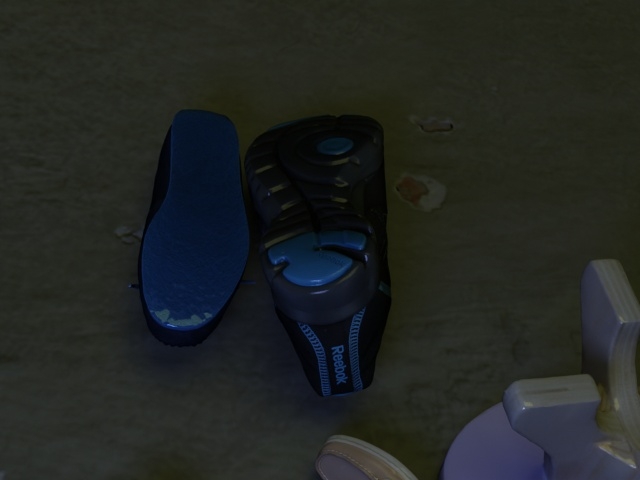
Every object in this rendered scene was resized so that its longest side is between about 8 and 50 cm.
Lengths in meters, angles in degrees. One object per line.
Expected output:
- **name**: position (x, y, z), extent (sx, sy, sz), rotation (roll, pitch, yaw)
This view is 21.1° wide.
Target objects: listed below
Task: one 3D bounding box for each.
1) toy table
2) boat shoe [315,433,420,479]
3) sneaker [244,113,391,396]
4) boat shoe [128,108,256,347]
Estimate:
- **toy table**: position (0.246, 0.160, 1.396), extent (0.274, 0.161, 0.252), rotation (-14, 56, -26)
- **boat shoe**: position (0.057, 0.222, 1.358), extent (0.170, 0.063, 0.059), rotation (38, 46, 17)
- **sneaker**: position (0.000, 0.000, 1.504), extent (0.125, 0.140, 0.341), rotation (-6, 30, 7)
- **boat shoe**: position (-0.104, 0.000, 1.490), extent (0.109, 0.089, 0.258), rotation (15, 45, -4)
